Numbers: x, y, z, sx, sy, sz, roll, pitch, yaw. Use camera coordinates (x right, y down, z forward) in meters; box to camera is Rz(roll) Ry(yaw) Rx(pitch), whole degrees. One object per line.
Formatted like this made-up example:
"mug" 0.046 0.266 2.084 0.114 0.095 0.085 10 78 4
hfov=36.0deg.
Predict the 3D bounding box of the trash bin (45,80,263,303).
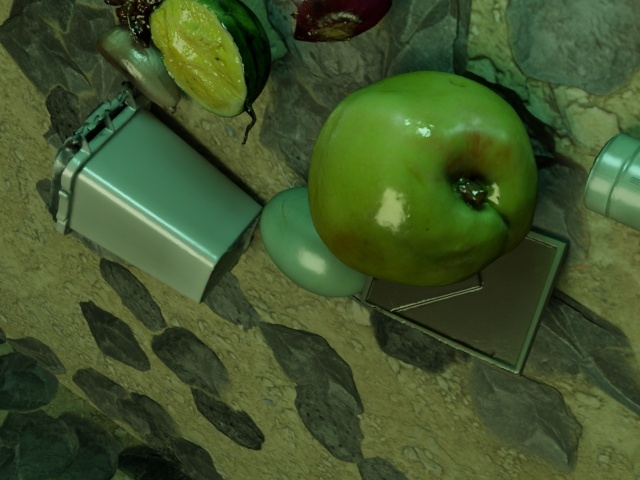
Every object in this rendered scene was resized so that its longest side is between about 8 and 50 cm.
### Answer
"trash bin" -0.306 -0.081 1.855 0.368 0.256 0.296 35 144 4

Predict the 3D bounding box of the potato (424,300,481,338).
"potato" 0.211 0.101 1.593 0.251 0.113 0.149 20 141 43

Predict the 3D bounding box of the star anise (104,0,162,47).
"star anise" -0.307 -0.402 1.644 0.168 0.057 0.167 24 136 25

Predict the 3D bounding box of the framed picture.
"framed picture" 0.210 0.054 1.505 0.290 0.020 0.211 23 100 30

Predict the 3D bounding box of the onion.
"onion" 0.021 -0.370 1.279 0.140 0.218 0.195 -3 170 4

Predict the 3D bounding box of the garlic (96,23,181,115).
"garlic" -0.316 -0.316 1.749 0.195 0.087 0.101 42 160 0

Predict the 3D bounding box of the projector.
"projector" 0.485 -0.020 1.163 0.338 0.108 0.108 27 143 25

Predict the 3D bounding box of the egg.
"egg" 0.000 0.000 1.659 0.231 0.168 0.168 35 146 22

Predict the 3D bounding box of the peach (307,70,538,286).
"peach" 0.129 -0.076 1.338 0.316 0.281 0.314 16 143 49

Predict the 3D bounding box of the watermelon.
"watermelon" -0.153 -0.300 1.539 0.232 0.127 0.204 42 147 9
